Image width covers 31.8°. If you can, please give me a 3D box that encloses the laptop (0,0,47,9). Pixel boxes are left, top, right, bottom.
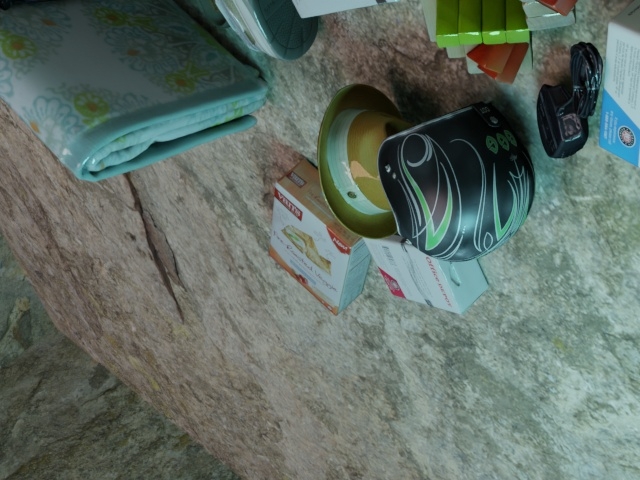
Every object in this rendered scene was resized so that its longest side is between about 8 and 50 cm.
[{"bbox_3d":[-0.444,-0.512,1.474,0.382,0.236,0.408,45,161,17],"label":"laptop"}]

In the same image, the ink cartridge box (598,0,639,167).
[{"bbox_3d":[0.342,-0.107,0.937,0.203,0.086,0.148,35,152,32],"label":"ink cartridge box"}]

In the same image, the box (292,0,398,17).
[{"bbox_3d":[0.025,-0.334,1.120,0.182,0.119,0.181,8,132,57],"label":"box"}]

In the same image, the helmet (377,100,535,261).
[{"bbox_3d":[0.155,-0.059,1.246,0.169,0.169,0.161,-18,93,65],"label":"helmet"}]

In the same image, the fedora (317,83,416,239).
[{"bbox_3d":[0.078,-0.095,1.331,0.079,0.194,0.194,-3,125,42],"label":"fedora"}]

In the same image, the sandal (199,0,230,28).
[{"bbox_3d":[-0.181,-0.373,1.500,0.090,0.060,0.219,20,143,49],"label":"sandal"}]

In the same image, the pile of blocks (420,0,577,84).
[{"bbox_3d":[0.166,-0.231,0.947,0.149,0.112,0.362,8,156,-10],"label":"pile of blocks"}]

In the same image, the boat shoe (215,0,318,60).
[{"bbox_3d":[-0.111,-0.355,1.340,0.103,0.118,0.320,15,146,46],"label":"boat shoe"}]

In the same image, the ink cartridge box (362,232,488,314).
[{"bbox_3d":[0.142,0.029,1.521,0.150,0.063,0.109,13,137,53],"label":"ink cartridge box"}]

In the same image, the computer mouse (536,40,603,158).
[{"bbox_3d":[0.244,-0.132,1.063,0.242,0.041,0.071,76,-179,-80],"label":"computer mouse"}]

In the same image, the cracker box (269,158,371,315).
[{"bbox_3d":[0.000,0.000,1.726,0.156,0.067,0.232,42,155,17],"label":"cracker box"}]

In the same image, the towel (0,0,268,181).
[{"bbox_3d":[-0.285,-0.240,1.529,0.320,0.374,0.090,42,127,18],"label":"towel"}]
